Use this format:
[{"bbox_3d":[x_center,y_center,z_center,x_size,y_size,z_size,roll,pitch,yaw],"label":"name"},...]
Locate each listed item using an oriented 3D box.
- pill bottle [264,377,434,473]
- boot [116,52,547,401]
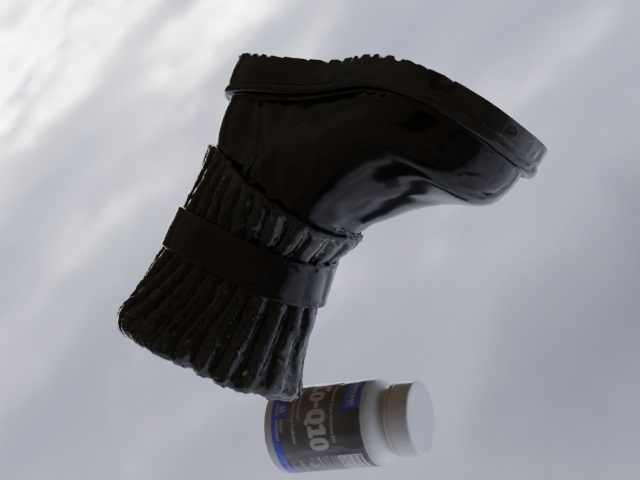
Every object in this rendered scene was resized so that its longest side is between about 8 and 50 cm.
[{"bbox_3d":[0.026,0.162,1.585,0.137,0.078,0.078,-9,-139,25],"label":"pill bottle"},{"bbox_3d":[0.002,0.002,1.368,0.348,0.131,0.260,10,-107,54],"label":"boot"}]
